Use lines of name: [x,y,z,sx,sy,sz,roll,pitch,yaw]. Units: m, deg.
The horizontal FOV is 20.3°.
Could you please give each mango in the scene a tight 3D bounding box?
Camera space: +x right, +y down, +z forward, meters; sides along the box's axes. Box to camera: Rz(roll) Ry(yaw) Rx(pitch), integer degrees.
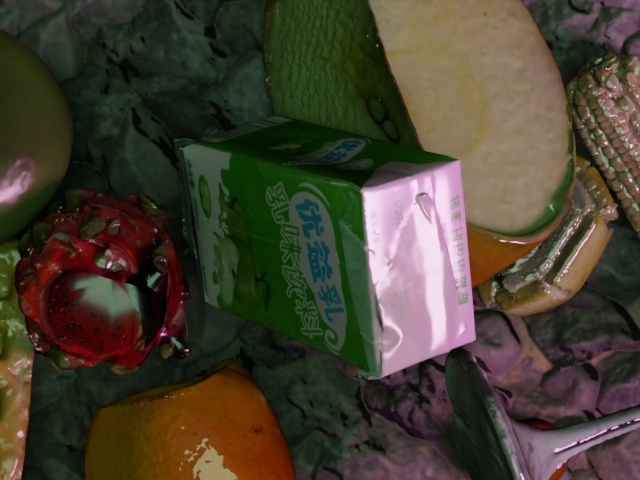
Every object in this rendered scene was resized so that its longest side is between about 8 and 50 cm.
mango: [-0.101,0.247,1.552,0.187,0.138,0.257,-21,87,12]

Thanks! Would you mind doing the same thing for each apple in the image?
apple: [0.074,-0.120,1.512,0.254,0.179,0.346,-23,82,7]

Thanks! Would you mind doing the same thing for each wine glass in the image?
wine glass: [0.323,0.122,1.473,0.406,0.267,0.267,-16,93,-6]

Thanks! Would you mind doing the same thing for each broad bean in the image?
broad bean: [-0.356,-0.087,1.519,0.291,0.119,0.238,2,63,-3]

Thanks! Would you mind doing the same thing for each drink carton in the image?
drink carton: [0.000,0.000,1.463,0.108,0.271,0.161,-18,111,-31]

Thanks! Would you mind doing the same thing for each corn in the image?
corn: [0.287,-0.067,1.578,0.087,0.087,0.211,-28,100,0]

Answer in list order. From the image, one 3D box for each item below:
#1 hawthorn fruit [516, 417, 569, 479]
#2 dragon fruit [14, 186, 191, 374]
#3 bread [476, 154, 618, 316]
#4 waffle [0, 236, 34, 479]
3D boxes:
hawthorn fruit: [0.184,0.192,1.591,0.077,0.077,0.077,0,93,-1]
dragon fruit: [-0.177,0.035,1.515,0.160,0.172,0.166,-41,101,20]
bread: [0.189,-0.007,1.571,0.117,0.064,0.156,27,89,20]
waffle: [-0.358,0.107,1.532,0.221,0.055,0.248,7,71,-10]
